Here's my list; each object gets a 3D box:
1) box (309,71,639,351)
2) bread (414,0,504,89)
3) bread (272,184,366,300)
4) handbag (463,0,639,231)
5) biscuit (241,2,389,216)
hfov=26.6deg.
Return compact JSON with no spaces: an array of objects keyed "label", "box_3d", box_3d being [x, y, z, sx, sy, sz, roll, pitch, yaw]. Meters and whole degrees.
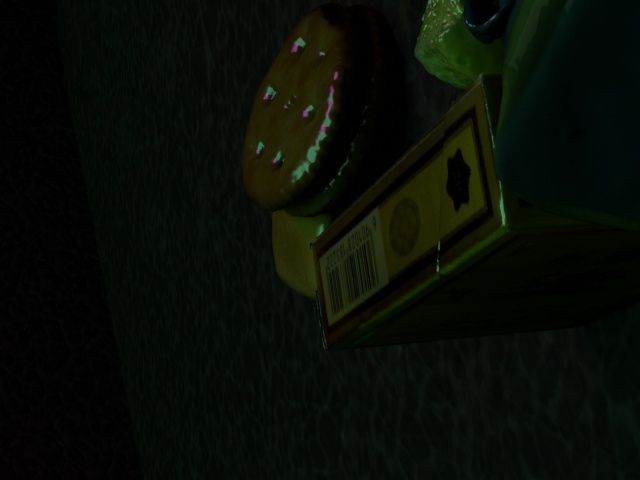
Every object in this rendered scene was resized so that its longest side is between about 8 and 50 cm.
[{"label":"box","box_3d":[0.128,-0.009,0.793,0.301,0.193,0.084,137,126,-67]},{"label":"bread","box_3d":[0.125,-0.158,0.909,0.114,0.111,0.129,-175,104,-77]},{"label":"bread","box_3d":[0.000,0.000,1.406,0.200,0.077,0.116,-160,60,-70]},{"label":"handbag","box_3d":[0.173,-0.151,0.524,0.241,0.222,0.263,-88,8,-49]},{"label":"biscuit","box_3d":[-0.008,-0.128,1.311,0.220,0.066,0.220,-44,37,47]}]
